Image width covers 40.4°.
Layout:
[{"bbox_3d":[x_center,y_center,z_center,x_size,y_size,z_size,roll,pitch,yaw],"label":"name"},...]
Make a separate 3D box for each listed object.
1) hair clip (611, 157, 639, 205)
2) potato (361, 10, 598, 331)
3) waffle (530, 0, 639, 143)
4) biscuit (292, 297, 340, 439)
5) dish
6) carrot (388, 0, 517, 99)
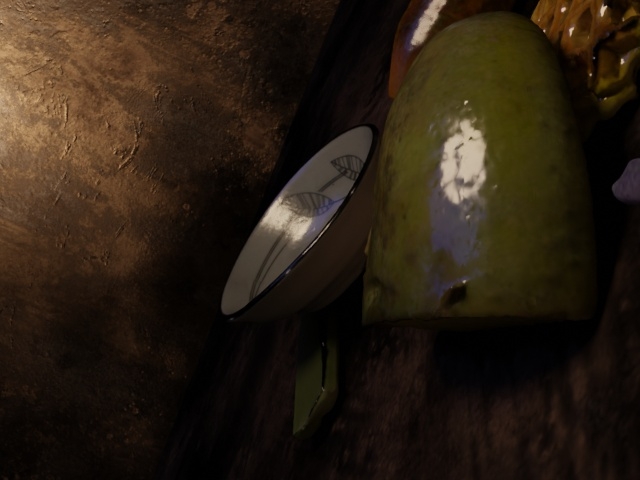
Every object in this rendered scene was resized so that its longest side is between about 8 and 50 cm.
[{"bbox_3d":[0.204,-0.017,0.327,0.278,0.090,0.137,-124,48,-77],"label":"hair clip"},{"bbox_3d":[0.098,-0.059,0.680,0.269,0.112,0.255,155,118,-71],"label":"potato"},{"bbox_3d":[0.209,-0.168,0.699,0.243,0.058,0.238,-86,17,-63],"label":"waffle"},{"bbox_3d":[-0.001,0.130,1.140,0.322,0.038,0.099,-90,24,-61],"label":"biscuit"},{"bbox_3d":[0.000,0.000,1.131,0.316,0.106,0.316,-46,17,18],"label":"dish"},{"bbox_3d":[0.168,-0.283,0.950,0.114,0.114,0.302,-114,48,-75],"label":"carrot"}]
